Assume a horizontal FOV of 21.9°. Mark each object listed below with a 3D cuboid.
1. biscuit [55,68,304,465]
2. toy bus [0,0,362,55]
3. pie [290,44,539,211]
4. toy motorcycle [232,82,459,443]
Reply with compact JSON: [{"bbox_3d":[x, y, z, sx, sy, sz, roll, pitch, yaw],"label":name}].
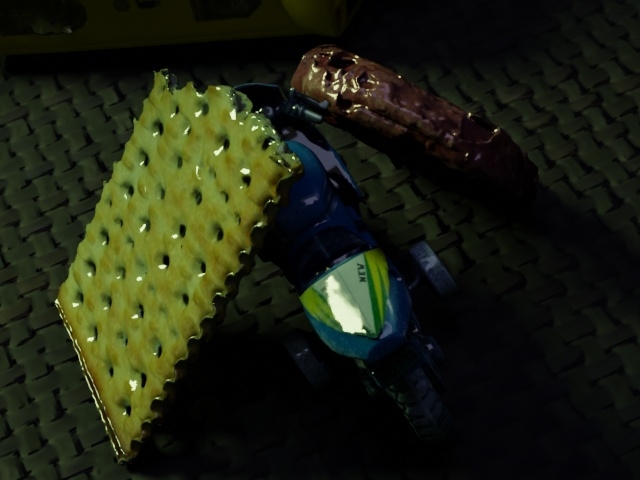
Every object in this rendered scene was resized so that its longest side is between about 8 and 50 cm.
[{"bbox_3d":[-0.080,0.000,0.838,0.016,0.203,0.144,6,36,-35],"label":"biscuit"},{"bbox_3d":[-0.072,-0.208,1.069,0.330,0.144,0.152,-3,45,11],"label":"toy bus"},{"bbox_3d":[0.053,-0.061,0.904,0.153,0.153,0.038,26,89,32],"label":"pie"},{"bbox_3d":[0.000,0.000,0.836,0.092,0.135,0.254,-33,39,1],"label":"toy motorcycle"}]
